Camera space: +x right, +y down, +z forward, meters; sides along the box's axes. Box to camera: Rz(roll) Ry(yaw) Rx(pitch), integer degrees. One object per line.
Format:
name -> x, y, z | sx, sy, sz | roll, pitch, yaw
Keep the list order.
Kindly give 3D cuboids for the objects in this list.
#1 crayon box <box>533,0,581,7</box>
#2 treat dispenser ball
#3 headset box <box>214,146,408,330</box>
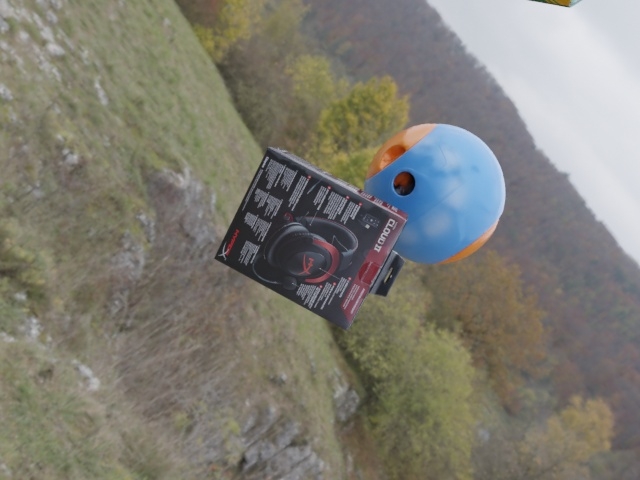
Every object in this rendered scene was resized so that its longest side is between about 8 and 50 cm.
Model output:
crayon box -> 0.257, -0.436, 0.860 | 0.165, 0.081, 0.279 | 25, -45, 33
treat dispenser ball -> 0.231, -0.094, 1.492 | 0.288, 0.288, 0.288 | 51, 10, -13
headset box -> 0.000, 0.000, 1.257 | 0.293, 0.218, 0.110 | 27, 11, 4
